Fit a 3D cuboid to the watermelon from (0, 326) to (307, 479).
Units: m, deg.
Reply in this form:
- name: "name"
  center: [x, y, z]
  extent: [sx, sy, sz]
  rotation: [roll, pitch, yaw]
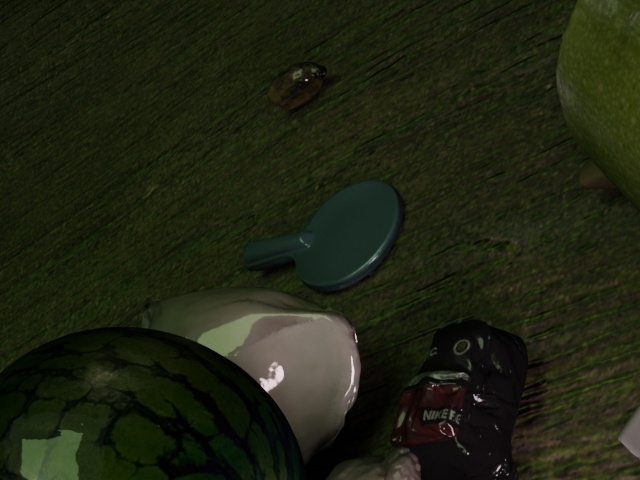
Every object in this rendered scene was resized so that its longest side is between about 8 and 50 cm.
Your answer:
- name: "watermelon"
  center: [-0.188, 0.252, 1.476]
  extent: [0.363, 0.363, 0.363]
  rotation: [-33, 37, 29]

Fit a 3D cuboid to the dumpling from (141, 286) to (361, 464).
- name: "dumpling"
  center: [-0.099, 0.180, 1.700]
  extent: [0.341, 0.181, 0.260]
  rotation: [4, 80, 22]

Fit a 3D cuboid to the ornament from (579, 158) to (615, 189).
- name: "ornament"
  center: [0.321, -0.163, 1.575]
  extent: [0.230, 0.061, 0.245]
  rotation: [-50, 29, 8]

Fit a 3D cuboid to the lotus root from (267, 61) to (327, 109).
- name: "lotus root"
  center: [-0.029, -0.213, 2.080]
  extent: [0.099, 0.054, 0.049]
  rotation: [-30, 60, 34]

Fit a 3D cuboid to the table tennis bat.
- name: "table tennis bat"
  center: [0.000, 0.000, 1.854]
  extent: [0.244, 0.040, 0.153]
  rotation: [-14, 48, 40]

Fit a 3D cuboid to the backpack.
- name: "backpack"
  center: [0.133, 0.154, 1.467]
  extent: [0.120, 0.105, 0.165]
  rotation: [-24, 45, 44]

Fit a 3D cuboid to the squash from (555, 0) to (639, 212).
- name: "squash"
  center: [0.381, -0.085, 1.240]
  extent: [0.263, 0.263, 0.384]
  rotation: [-47, 33, 9]

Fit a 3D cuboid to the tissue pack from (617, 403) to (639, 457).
- name: "tissue pack"
  center: [0.349, 0.165, 1.051]
  extent: [0.136, 0.246, 0.159]
  rotation: [-53, 33, 3]

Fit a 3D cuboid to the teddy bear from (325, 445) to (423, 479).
- name: "teddy bear"
  center: [0.033, 0.326, 1.381]
  extent: [0.236, 0.151, 0.267]
  rotation: [-56, 6, 50]
